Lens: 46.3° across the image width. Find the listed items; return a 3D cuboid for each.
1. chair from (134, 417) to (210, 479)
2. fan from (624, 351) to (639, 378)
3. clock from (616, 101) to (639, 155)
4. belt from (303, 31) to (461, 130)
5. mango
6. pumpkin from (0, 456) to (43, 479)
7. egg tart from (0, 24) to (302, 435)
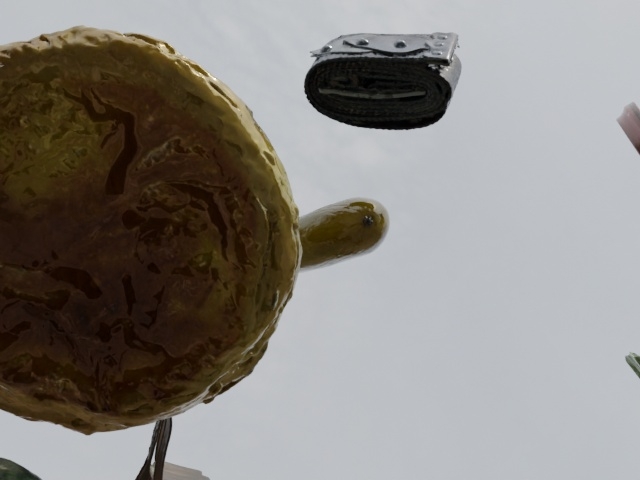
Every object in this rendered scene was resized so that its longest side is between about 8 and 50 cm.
[{"bbox_3d":[-0.314,0.506,1.639,0.183,0.175,0.326,21,-91,-12],"label":"chair"},{"bbox_3d":[0.440,0.210,0.883,0.009,0.240,0.131,-33,-44,-3],"label":"fan"},{"bbox_3d":[0.547,-0.112,1.168,0.056,0.244,0.244,-35,-59,23],"label":"clock"},{"bbox_3d":[0.094,-0.241,1.096,0.218,0.128,0.122,5,-52,15],"label":"belt"},{"bbox_3d":[-0.002,0.000,1.121,0.238,0.137,0.091,-23,-97,29],"label":"mango"},{"bbox_3d":[-0.296,0.307,0.526,0.324,0.241,0.322,1,-87,15],"label":"pumpkin"},{"bbox_3d":[-0.237,-0.003,0.830,0.444,0.178,0.442,-1,-77,-5],"label":"egg tart"}]
